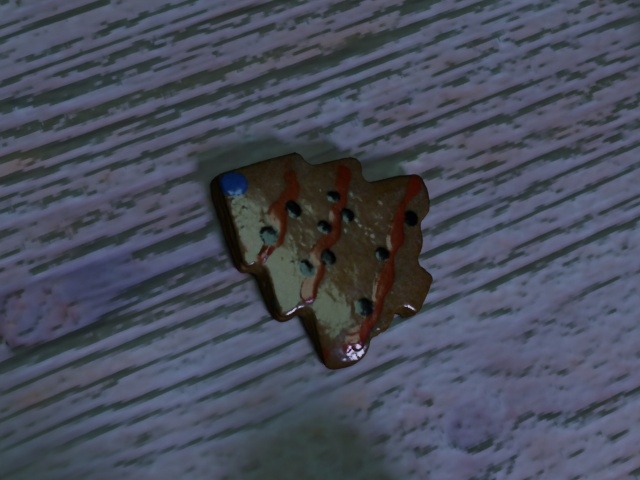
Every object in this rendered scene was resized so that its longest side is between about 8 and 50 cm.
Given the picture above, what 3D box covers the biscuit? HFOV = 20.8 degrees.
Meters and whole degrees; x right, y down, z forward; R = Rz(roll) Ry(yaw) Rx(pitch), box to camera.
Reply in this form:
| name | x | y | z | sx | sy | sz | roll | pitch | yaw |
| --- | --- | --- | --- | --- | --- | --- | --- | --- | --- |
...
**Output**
| name | x | y | z | sx | sy | sz | roll | pitch | yaw |
| --- | --- | --- | --- | --- | --- | --- | --- | --- | --- |
| biscuit | 0.000 | 0.000 | 0.916 | 0.130 | 0.019 | 0.119 | 27 | 67 | -12 |
